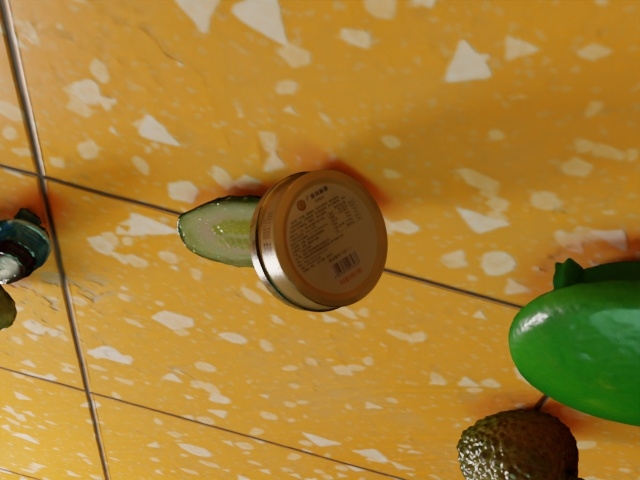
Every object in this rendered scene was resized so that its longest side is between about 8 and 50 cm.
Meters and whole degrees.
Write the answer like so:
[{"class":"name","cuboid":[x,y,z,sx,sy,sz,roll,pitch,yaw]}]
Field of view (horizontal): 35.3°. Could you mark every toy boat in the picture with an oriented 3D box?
[{"class":"toy boat","cuboid":[-0.279,0.004,0.919,0.060,0.061,0.137,37,153,-16]}]

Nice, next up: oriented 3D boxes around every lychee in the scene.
[{"class":"lychee","cuboid":[0.205,0.223,1.002,0.146,0.114,0.114,16,155,39]}]

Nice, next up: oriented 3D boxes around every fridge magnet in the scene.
[{"class":"fridge magnet","cuboid":[0.251,0.086,0.779,0.208,0.088,0.208,12,148,8]}]

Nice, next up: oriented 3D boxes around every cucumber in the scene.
[{"class":"cucumber","cuboid":[-0.064,-0.013,0.818,0.107,0.035,0.067,2,128,24]}]

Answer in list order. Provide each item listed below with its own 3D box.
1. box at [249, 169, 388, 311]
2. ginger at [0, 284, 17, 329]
[{"class":"box","cuboid":[0.000,0.000,0.739,0.105,0.105,0.037,34,155,-27]},{"class":"ginger","cuboid":[-0.442,0.017,1.000,0.290,0.089,0.137,17,131,-10]}]
